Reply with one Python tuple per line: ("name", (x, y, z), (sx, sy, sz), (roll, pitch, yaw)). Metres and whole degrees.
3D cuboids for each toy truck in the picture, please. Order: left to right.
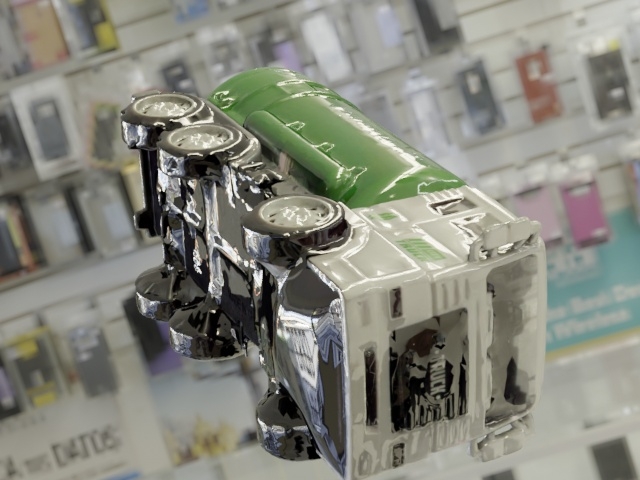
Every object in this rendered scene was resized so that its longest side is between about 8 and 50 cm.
("toy truck", (0.000, 0.000, 0.660), (0.125, 0.101, 0.242), (-12, 28, -22))
